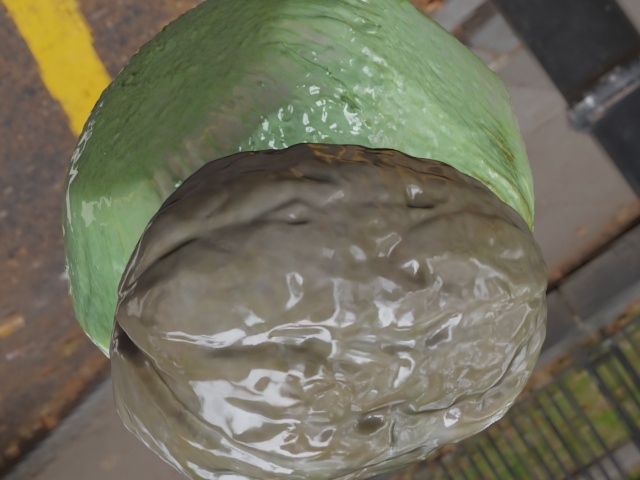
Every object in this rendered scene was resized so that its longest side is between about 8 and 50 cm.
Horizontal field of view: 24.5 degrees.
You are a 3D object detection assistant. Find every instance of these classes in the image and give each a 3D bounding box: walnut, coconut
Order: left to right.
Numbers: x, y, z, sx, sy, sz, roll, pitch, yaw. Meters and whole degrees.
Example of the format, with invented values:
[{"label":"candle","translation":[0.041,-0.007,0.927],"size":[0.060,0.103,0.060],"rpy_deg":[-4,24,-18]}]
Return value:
[{"label":"coconut","translation":[0.000,0.000,0.958],"size":[0.328,0.328,0.281],"rpy_deg":[-15,-170,-43]},{"label":"walnut","translation":[0.009,0.037,0.706],"size":[0.230,0.178,0.178],"rpy_deg":[-7,154,-25]}]
